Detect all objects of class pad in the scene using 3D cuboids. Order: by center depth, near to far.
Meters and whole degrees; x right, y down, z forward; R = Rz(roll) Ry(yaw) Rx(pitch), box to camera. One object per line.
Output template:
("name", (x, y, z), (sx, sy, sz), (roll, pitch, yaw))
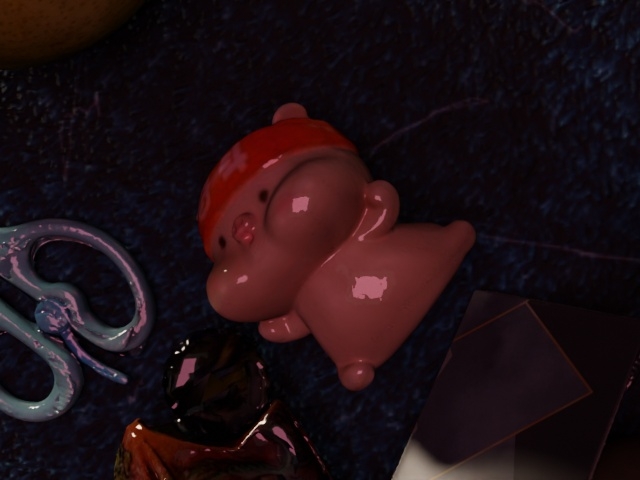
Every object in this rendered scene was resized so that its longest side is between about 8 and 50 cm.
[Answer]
("pad", (0.134, 0.152, 0.955), (0.164, 0.004, 0.243), (9, 66, 43))

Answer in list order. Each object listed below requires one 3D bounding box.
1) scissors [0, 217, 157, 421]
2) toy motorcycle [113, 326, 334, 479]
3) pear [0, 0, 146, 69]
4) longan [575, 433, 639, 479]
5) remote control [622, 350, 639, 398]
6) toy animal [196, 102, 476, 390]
("scissors", (-0.316, 0.001, 1.097), (0.393, 0.032, 0.180), (38, 97, 6))
("toy motorcycle", (-0.037, 0.274, 1.009), (0.207, 0.134, 0.401), (-38, 99, -14))
("pear", (-0.252, -0.267, 0.947), (0.304, 0.304, 0.304), (0, 93, 9))
("longan", (0.260, 0.236, 0.940), (0.220, 0.196, 0.196), (12, 95, 7))
("remote control", (0.233, 0.113, 1.025), (0.034, 0.016, 0.091), (30, 97, -10))
("toy animal", (0.000, 0.000, 0.987), (0.198, 0.171, 0.171), (37, 98, 2))
